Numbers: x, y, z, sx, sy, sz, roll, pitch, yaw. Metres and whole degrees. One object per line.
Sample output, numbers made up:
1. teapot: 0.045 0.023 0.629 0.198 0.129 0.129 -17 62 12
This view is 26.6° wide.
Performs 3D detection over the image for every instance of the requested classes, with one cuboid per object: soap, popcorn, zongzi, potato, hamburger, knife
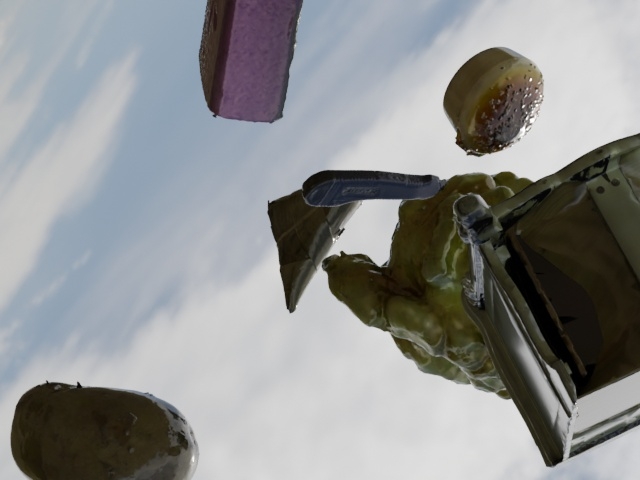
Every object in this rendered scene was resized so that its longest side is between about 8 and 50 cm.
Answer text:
1. soap: -0.060 -0.266 1.307 0.181 0.081 0.259 -106 -156 -59
2. popcorn: 0.202 0.049 1.693 0.279 0.335 0.274 -51 177 3
3. zongzi: 0.000 0.000 1.955 0.160 0.078 0.176 -26 -119 39
4. potato: -0.278 0.257 1.704 0.262 0.165 0.165 6 -122 31
5. hamburger: 0.209 -0.160 1.612 0.081 0.126 0.141 53 -50 33
6. knife: 0.044 -0.041 1.059 0.031 0.121 0.018 108 -25 -43

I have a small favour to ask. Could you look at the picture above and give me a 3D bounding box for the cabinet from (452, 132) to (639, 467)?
1. cabinet: 0.303 0.039 1.325 0.290 0.227 0.318 -25 159 -1
